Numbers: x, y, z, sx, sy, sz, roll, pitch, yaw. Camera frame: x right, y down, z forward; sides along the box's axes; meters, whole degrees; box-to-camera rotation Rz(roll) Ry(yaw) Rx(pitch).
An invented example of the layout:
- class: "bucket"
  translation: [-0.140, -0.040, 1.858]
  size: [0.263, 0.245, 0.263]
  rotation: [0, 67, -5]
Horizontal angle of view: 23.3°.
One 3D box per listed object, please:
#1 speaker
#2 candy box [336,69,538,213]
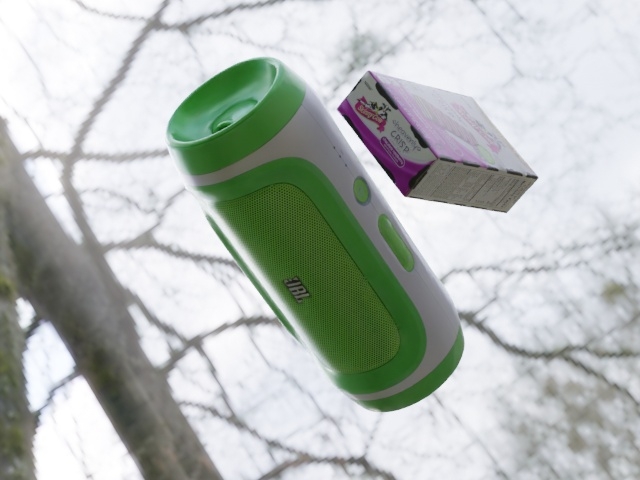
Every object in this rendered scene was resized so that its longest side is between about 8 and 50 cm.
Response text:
- class: "speaker"
  translation: [0.000, 0.000, 1.241]
  size: [0.131, 0.131, 0.296]
  rotation: [-36, -61, -1]
- class: "candy box"
  translation: [0.149, -0.120, 1.930]
  size: [0.233, 0.159, 0.071]
  rotation: [7, -49, -52]
